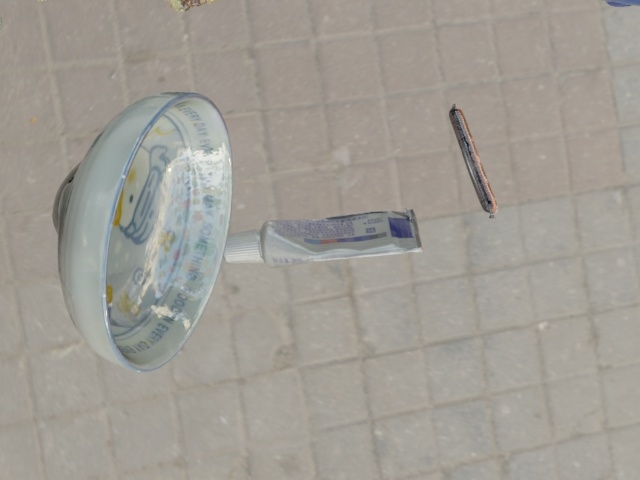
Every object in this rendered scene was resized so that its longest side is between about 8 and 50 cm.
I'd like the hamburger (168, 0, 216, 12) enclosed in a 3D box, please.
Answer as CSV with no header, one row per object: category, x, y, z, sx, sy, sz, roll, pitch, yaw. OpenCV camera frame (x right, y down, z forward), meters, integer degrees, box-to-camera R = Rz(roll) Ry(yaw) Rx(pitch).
hamburger,-0.181,-0.510,1.729,0.245,0.155,0.282,43,67,-52

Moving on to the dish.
dish,-0.197,-0.017,1.073,0.134,0.273,0.273,10,87,16

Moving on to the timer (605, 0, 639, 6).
timer,0.346,-0.434,1.019,0.270,0.270,0.383,-15,120,-17

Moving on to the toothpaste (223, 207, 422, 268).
toothpaste,0.000,-0.002,1.564,0.283,0.068,0.099,-5,61,0

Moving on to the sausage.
sausage,0.228,-0.120,1.649,0.025,0.028,0.198,-22,69,15

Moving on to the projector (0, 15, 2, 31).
projector,-0.456,-0.257,1.370,0.082,0.083,0.083,30,44,-41
